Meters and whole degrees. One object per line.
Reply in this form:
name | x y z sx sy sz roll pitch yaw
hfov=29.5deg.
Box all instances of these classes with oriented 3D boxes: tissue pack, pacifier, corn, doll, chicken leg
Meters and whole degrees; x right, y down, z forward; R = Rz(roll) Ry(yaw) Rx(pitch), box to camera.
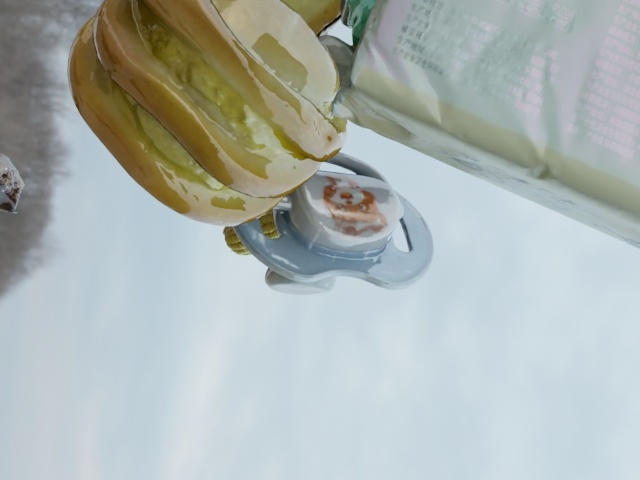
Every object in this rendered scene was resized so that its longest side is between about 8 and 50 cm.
tissue pack | 0.256 -0.194 1.128 0.205 0.405 0.331 166 -53 -84
pacifier | 0.000 0.000 1.579 0.227 0.279 0.207 -106 -149 -44
corn | -0.059 -0.031 1.685 0.206 0.067 0.067 -25 -124 39
doll | 0.082 -0.218 1.516 0.258 0.195 0.153 -81 -171 -47
chicken leg | -0.547 -0.083 1.639 0.113 0.304 0.093 28 -66 49

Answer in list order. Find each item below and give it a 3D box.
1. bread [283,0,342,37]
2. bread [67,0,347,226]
bread | 0.005 -0.426 1.709 0.279 0.248 0.315 -46 -179 4
bread | -0.125 -0.160 1.332 0.270 0.316 0.211 -24 -153 54
